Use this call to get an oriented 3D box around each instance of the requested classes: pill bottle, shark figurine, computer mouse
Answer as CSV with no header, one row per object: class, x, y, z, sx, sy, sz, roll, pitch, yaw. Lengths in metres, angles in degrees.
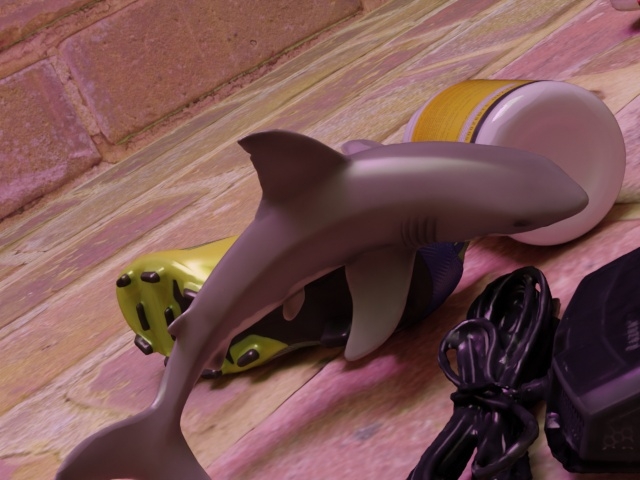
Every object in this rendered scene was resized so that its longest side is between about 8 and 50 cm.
pill bottle,0.121,-0.060,0.668,0.103,0.103,0.184,-30,16,-8
shark figurine,-0.026,0.005,0.498,0.278,0.116,0.166,-38,45,0
computer mouse,0.162,0.034,0.374,0.272,0.072,0.188,-32,12,33

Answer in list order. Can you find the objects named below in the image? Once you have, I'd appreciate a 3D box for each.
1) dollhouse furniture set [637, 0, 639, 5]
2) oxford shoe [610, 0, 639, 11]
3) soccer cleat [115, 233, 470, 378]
dollhouse furniture set,0.287,-0.116,0.604,0.129,0.129,0.184,-21,46,24
oxford shoe,0.502,-0.365,0.982,0.449,0.130,0.169,-24,17,17
soccer cleat,-0.026,0.028,0.666,0.289,0.093,0.121,-11,17,39
